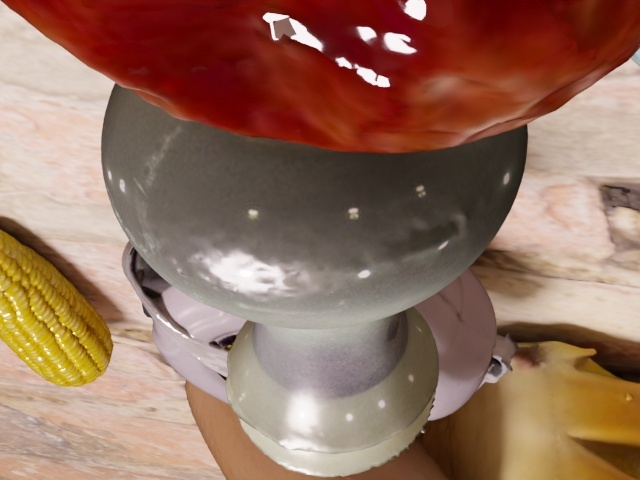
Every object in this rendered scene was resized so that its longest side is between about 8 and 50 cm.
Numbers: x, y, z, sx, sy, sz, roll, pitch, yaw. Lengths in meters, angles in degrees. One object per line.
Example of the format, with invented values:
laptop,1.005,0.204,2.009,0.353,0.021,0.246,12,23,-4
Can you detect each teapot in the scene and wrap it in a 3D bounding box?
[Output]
teapot,0.000,0.000,0.844,0.183,0.183,0.251,9,144,10

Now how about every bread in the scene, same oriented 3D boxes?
bread,0.156,0.220,1.286,0.211,0.270,0.315,7,157,-24

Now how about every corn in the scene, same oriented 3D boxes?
corn,-0.207,0.049,1.312,0.067,0.067,0.206,4,155,22

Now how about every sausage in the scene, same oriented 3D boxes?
sausage,-0.002,0.145,1.219,0.123,0.123,0.253,34,-169,-44

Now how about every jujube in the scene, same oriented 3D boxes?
jujube,0.002,-0.141,0.455,0.213,0.232,0.213,9,159,3

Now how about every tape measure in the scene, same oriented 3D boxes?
tape measure,-0.007,0.041,1.092,0.197,0.120,0.236,-9,146,33

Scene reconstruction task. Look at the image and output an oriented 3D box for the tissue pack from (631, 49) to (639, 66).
tissue pack,0.205,-0.093,0.668,0.177,0.089,0.263,-8,149,41
